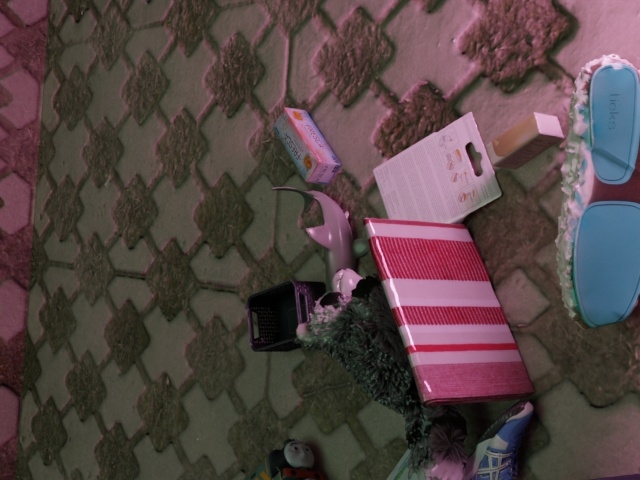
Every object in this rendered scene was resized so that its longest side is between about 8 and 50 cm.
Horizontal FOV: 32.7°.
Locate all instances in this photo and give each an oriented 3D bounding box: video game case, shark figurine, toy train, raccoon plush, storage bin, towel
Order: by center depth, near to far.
[{"bbox_3d":[0.203,0.114,1.781,0.037,0.237,0.329,-44,54,42],"label":"towel"},{"bbox_3d":[0.083,0.247,1.910,0.299,0.216,0.446,-38,42,51],"label":"raccoon plush"},{"bbox_3d":[0.156,0.425,1.932,0.157,0.019,0.143,-60,10,30],"label":"video game case"},{"bbox_3d":[0.001,-0.029,2.166,0.166,0.116,0.278,-47,54,38],"label":"shark figurine"},{"bbox_3d":[-0.108,0.550,2.240,0.334,0.142,0.190,-52,39,36],"label":"toy train"},{"bbox_3d":[-0.067,0.159,2.258,0.180,0.084,0.122,-23,69,50],"label":"storage bin"}]

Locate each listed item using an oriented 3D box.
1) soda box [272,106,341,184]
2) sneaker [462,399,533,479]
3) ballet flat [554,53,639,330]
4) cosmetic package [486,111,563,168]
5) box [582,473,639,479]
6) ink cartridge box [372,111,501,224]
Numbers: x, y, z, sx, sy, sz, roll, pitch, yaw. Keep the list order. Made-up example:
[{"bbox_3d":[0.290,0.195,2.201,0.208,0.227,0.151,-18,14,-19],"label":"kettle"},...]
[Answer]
[{"bbox_3d":[-0.030,-0.197,2.260,0.058,0.063,0.183,-58,45,32],"label":"soda box"},{"bbox_3d":[0.297,0.349,1.786,0.081,0.080,0.211,38,119,21],"label":"sneaker"},{"bbox_3d":[0.421,-0.069,1.633,0.147,0.147,0.408,2,85,53],"label":"ballet flat"},{"bbox_3d":[0.333,-0.162,1.785,0.115,0.060,0.041,-35,60,44],"label":"cosmetic package"},{"bbox_3d":[0.291,0.498,1.498,0.212,0.395,0.293,-32,63,46],"label":"box"},{"bbox_3d":[0.215,-0.098,1.958,0.225,0.056,0.181,-30,62,27],"label":"ink cartridge box"}]
